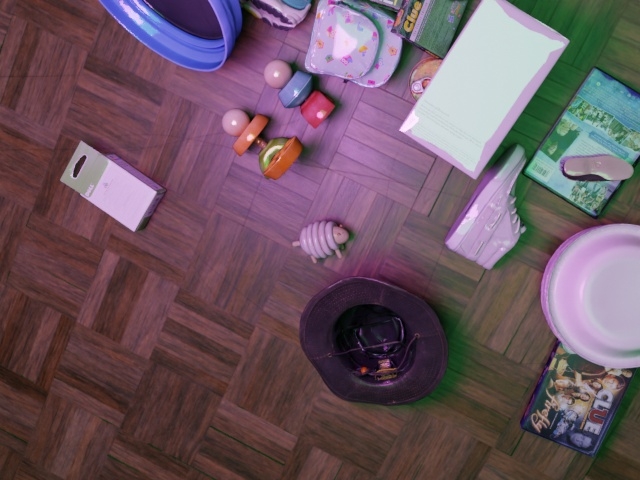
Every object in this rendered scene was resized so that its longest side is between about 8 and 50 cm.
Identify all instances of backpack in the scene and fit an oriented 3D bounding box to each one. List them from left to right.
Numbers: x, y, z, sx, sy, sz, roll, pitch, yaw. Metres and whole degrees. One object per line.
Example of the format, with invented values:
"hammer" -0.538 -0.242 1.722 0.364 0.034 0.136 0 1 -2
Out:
"backpack" 0.074 -0.393 1.506 0.188 0.144 0.166 15 111 -1

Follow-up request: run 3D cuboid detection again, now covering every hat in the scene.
"hat" 0.120 0.191 1.611 0.331 0.134 0.332 5 120 9

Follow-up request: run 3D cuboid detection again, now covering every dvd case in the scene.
"dvd case" 0.552 -0.193 1.516 0.180 0.022 0.253 33 104 3

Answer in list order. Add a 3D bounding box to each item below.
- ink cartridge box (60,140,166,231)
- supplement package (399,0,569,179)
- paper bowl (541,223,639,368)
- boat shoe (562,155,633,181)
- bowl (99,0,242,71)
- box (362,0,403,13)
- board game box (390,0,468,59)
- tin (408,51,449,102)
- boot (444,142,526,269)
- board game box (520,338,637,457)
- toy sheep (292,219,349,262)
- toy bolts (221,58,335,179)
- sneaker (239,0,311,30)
"ink cartridge box" -0.465 -0.124 1.700 0.209 0.062 0.109 34 104 3
"supplement package" 0.303 -0.290 1.430 0.175 0.177 0.293 33 105 2
"paper bowl" 0.586 0.108 1.478 0.284 0.148 0.284 0 89 8
"boat shoe" 0.548 -0.140 1.495 0.132 0.042 0.049 3 81 10
"bowl" -0.317 -0.499 1.463 0.391 0.391 0.077 35 71 3
"box" 0.168 -0.553 1.512 0.184 0.045 0.191 20 103 4
"board game box" 0.237 -0.497 1.458 0.136 0.030 0.260 19 96 -38
"tin" 0.274 -0.330 1.537 0.189 0.040 0.106 -11 94 12
"boot" 0.373 -0.065 1.547 0.123 0.095 0.258 31 113 -2
"board game box" 0.548 0.319 1.599 0.165 0.042 0.243 21 103 6
"toy sheep" 0.000 0.000 1.625 0.132 0.091 0.091 -14 97 18
"toy bolts" -0.095 -0.252 1.537 0.158 0.218 0.228 40 98 -12
"sneaker" -0.140 -0.537 1.560 0.275 0.107 0.110 33 76 7
